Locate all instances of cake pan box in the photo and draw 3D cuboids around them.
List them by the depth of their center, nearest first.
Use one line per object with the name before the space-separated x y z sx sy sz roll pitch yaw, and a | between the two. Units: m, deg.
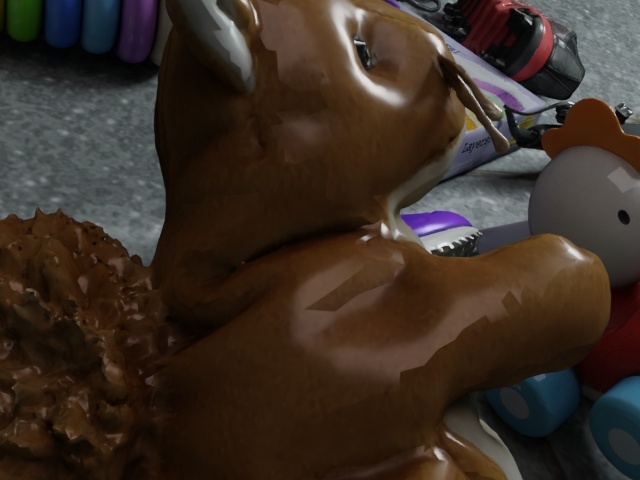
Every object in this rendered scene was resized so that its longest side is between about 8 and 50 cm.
cake pan box | 0.071 -0.169 1.165 0.267 0.070 0.246 41 38 26

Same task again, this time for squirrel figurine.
squirrel figurine | -0.052 0.056 0.555 0.397 0.370 0.281 -14 0 -5

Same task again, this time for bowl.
bowl | 0.226 0.003 0.985 0.142 0.142 0.053 -5 87 -33

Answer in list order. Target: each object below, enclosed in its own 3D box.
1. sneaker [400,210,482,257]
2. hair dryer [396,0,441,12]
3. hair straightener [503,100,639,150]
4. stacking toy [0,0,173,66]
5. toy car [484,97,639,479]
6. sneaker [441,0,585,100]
sneaker | 0.000 0.000 0.866 0.293 0.102 0.146 -16 58 -40
hair dryer | 0.004 -0.331 1.332 0.294 0.080 0.223 19 -1 5
hair straightener | 0.287 -0.126 1.158 0.231 0.089 0.047 10 47 -36
stacking toy | -0.294 -0.244 1.042 0.331 0.141 0.141 -1 41 -19
toy car | 0.235 0.010 0.800 0.219 0.237 0.210 -33 27 -27
sneaker | 0.239 -0.245 1.324 0.135 0.097 0.276 27 19 -25
